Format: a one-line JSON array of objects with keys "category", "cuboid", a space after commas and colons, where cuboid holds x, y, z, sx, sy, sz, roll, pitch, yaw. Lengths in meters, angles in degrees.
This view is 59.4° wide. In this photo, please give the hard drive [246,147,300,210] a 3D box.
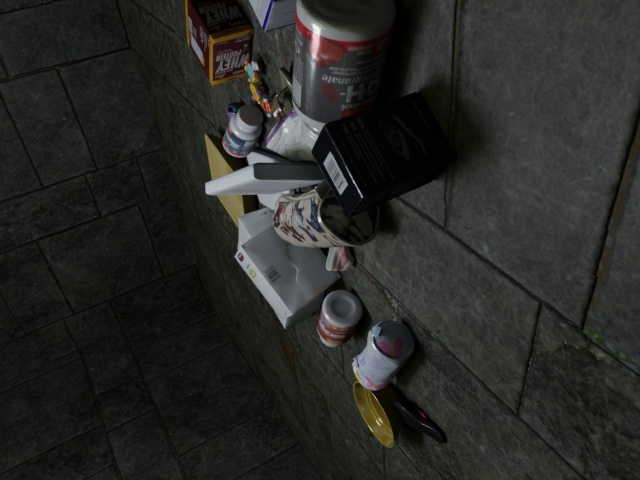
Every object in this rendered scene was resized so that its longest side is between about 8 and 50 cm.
[{"category": "hard drive", "cuboid": [-0.152, -0.190, 1.882, 0.319, 0.040, 0.210, 30, 139, 58]}]

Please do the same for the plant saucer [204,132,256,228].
[{"category": "plant saucer", "cuboid": [-0.349, -0.230, 2.267, 0.333, 0.081, 0.332, 52, 156, 33]}]

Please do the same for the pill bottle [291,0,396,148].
[{"category": "pill bottle", "cuboid": [0.034, -0.324, 1.091, 0.176, 0.176, 0.318, 55, 157, 28]}]

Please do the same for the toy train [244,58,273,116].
[{"category": "toy train", "cuboid": [-0.168, -0.452, 1.641, 0.125, 0.046, 0.166, 35, 146, 52]}]

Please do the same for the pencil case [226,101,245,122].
[{"category": "pencil case", "cuboid": [-0.290, -0.406, 1.949, 0.064, 0.070, 0.151, 55, 156, 29]}]

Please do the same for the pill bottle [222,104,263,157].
[{"category": "pill bottle", "cuboid": [-0.251, -0.360, 1.838, 0.108, 0.108, 0.180, 62, 151, 11]}]

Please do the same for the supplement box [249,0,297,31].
[{"category": "supplement box", "cuboid": [-0.113, -0.601, 1.248, 0.220, 0.111, 0.114, 64, 159, 7]}]

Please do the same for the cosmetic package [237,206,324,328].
[{"category": "cosmetic package", "cuboid": [-0.145, 0.092, 2.001, 0.385, 0.156, 0.217, 56, 155, 27]}]

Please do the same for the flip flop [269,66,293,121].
[{"category": "flip flop", "cuboid": [-0.099, -0.345, 1.531, 0.112, 0.080, 0.277, 57, 158, 23]}]

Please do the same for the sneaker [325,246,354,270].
[{"category": "sneaker", "cuboid": [0.065, 0.026, 1.583, 0.051, 0.070, 0.134, -136, 59, -63]}]

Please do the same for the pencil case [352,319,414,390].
[{"category": "pencil case", "cuboid": [0.167, 0.316, 1.532, 0.124, 0.113, 0.273, 37, 151, 12]}]

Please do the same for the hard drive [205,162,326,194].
[{"category": "hard drive", "cuboid": [-0.153, -0.168, 1.570, 0.353, 0.233, 0.047, -3, 90, 59]}]

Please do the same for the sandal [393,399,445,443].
[{"category": "sandal", "cuboid": [0.282, 0.503, 1.573, 0.179, 0.040, 0.067, 26, 143, 39]}]

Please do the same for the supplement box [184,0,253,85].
[{"category": "supplement box", "cuboid": [-0.305, -0.612, 1.680, 0.194, 0.129, 0.191, 59, 158, 19]}]

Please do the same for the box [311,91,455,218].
[{"category": "box", "cuboid": [0.113, -0.157, 1.031, 0.153, 0.207, 0.108, 64, 160, 11]}]

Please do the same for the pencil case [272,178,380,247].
[{"category": "pencil case", "cuboid": [-0.002, -0.070, 1.465, 0.183, 0.160, 0.410, 54, 162, -13]}]

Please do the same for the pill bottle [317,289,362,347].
[{"category": "pill bottle", "cuboid": [0.054, 0.250, 1.733, 0.121, 0.121, 0.216, 57, 158, 24]}]

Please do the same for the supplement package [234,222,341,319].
[{"category": "supplement package", "cuboid": [-0.106, 0.082, 1.759, 0.262, 0.204, 0.145, 53, 159, 2]}]

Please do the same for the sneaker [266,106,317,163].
[{"category": "sneaker", "cuboid": [-0.017, -0.282, 1.403, 0.152, 0.114, 0.305, 36, 153, -15]}]

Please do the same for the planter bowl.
[{"category": "planter bowl", "cuboid": [0.194, 0.507, 1.705, 0.217, 0.090, 0.217, 50, 154, 35]}]
